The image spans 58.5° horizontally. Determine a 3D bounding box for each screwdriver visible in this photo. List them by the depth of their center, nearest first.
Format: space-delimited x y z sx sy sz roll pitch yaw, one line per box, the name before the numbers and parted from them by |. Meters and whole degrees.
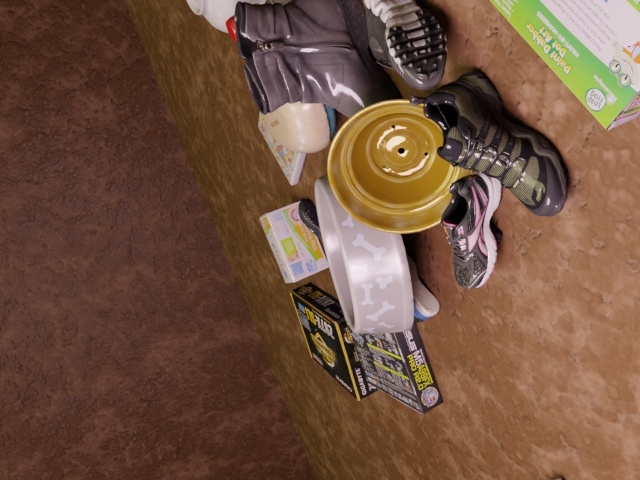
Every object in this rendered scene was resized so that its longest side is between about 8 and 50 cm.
screwdriver | 0.219 -0.045 0.896 0.170 0.025 0.024 44 151 41

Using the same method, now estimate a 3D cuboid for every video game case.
video game case | -0.098 -0.279 1.460 0.206 0.026 0.227 61 160 17

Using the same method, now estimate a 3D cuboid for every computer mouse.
computer mouse | 0.000 0.000 1.501 0.242 0.041 0.071 62 160 10

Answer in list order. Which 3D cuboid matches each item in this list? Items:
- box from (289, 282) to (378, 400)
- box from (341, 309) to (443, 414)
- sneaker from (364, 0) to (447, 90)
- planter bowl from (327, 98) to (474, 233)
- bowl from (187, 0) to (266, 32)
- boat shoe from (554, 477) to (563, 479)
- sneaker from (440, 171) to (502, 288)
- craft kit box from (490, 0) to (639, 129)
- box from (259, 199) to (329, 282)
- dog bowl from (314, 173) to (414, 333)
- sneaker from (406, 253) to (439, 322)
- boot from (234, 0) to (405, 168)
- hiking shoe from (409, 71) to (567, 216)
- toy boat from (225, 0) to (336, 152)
box | 0.034 0.288 1.692 0.322 0.080 0.256 26 134 62
box | 0.163 0.267 1.355 0.270 0.060 0.216 3 114 68
sneaker | 0.117 -0.276 0.802 0.106 0.078 0.234 79 174 -56
planter bowl | 0.124 -0.125 0.887 0.090 0.217 0.217 -73 -26 -57
bowl | -0.238 -0.599 1.295 0.297 0.134 0.297 52 156 34
boat shoe | 0.390 0.487 0.991 0.065 0.075 0.206 54 153 39
sneaker | 0.205 -0.014 0.829 0.072 0.077 0.178 24 121 55
craft kit box | 0.256 -0.269 0.503 0.249 0.061 0.246 59 157 20
box | -0.075 0.004 1.587 0.203 0.114 0.103 67 162 -2
dog bowl | 0.073 0.019 1.096 0.349 0.102 0.348 167 90 -85
sneaker | 0.169 0.095 1.140 0.152 0.058 0.084 55 150 12
boot | -0.004 -0.244 0.951 0.337 0.223 0.118 67 160 -1
hiking shoe | 0.206 -0.109 0.721 0.226 0.114 0.086 57 159 25
toy boat | -0.057 -0.332 1.154 0.318 0.148 0.267 64 167 -16
